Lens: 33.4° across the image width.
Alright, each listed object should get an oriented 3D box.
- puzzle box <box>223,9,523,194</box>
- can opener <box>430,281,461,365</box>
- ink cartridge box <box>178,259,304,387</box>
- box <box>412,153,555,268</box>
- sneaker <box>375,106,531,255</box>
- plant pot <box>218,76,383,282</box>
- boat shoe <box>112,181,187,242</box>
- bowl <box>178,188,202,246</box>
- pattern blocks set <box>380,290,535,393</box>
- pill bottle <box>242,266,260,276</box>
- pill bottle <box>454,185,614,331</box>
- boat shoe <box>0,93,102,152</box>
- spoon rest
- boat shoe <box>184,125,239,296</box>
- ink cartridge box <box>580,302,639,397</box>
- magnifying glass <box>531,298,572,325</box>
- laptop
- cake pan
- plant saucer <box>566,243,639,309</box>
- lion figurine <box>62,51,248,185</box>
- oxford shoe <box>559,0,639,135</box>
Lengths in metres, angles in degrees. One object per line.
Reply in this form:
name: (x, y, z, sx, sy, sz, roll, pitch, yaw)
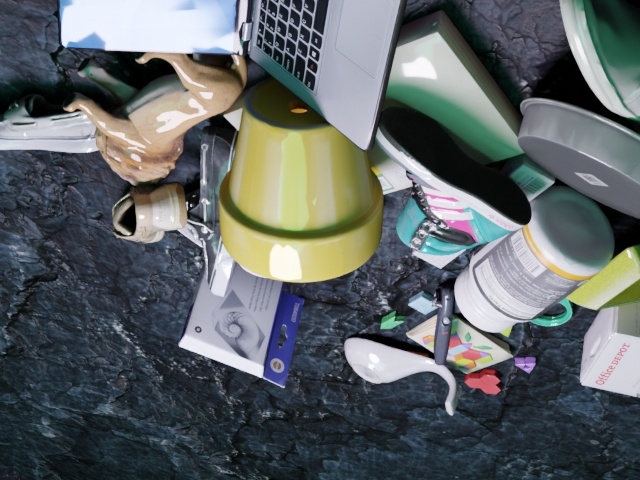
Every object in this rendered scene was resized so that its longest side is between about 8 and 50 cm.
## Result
puzzle box: (0.083, -0.186, 1.668, 0.408, 0.052, 0.272, -15, 136, 35)
can opener: (0.239, 0.161, 2.038, 0.073, 0.059, 0.186, 10, 118, 5)
ink cartridge box: (-0.141, 0.146, 2.055, 0.223, 0.223, 0.045, 23, 138, -14)
box: (0.268, -0.056, 1.773, 0.067, 0.063, 0.324, 27, 143, -15)
sneaker: (0.161, -0.076, 1.651, 0.295, 0.124, 0.178, 33, 135, -21)
plant pot: (-0.030, -0.106, 1.580, 0.253, 0.254, 0.239, 7, 129, 9)
boat shoe: (-0.321, -0.048, 1.877, 0.098, 0.109, 0.302, -9, -179, -24)
bowl: (-0.196, -0.046, 1.957, 0.142, 0.053, 0.142, -22, 131, 39)
pattern blocks set: (0.283, 0.212, 2.171, 0.324, 0.026, 0.285, 24, 144, -13)
pill bottle: (-0.081, -0.028, 1.839, 0.094, 0.169, 0.094, 9, 145, 6)
pill bottle: (0.350, 0.040, 1.795, 0.162, 0.162, 0.278, 23, 144, -13)
boat shoe: (-0.487, -0.204, 1.812, 0.267, 0.096, 0.088, 7, 116, 20)
spoon rest: (0.171, 0.271, 2.232, 0.276, 0.084, 0.137, 22, 152, 27)
boat shoe: (-0.181, -0.048, 1.823, 0.104, 0.113, 0.306, 10, 121, 2)
ink cartridge box: (0.643, 0.202, 1.953, 0.282, 0.117, 0.207, 12, 145, 2)
magnifying glass: (0.433, 0.092, 1.955, 0.092, 0.026, 0.231, 12, 144, 3)
laptop: (-0.118, -0.325, 1.321, 0.408, 0.236, 0.382, 42, 143, 27)
cake pan: (0.405, -0.108, 1.525, 0.293, 0.054, 0.293, 30, 178, 1)
plant saucer: (0.535, 0.061, 1.778, 0.188, 0.045, 0.188, -7, 155, -29)
lion figurine: (-0.231, -0.218, 1.659, 0.392, 0.142, 0.240, -21, 135, 36)
oxford shoe: (0.452, -0.219, 1.402, 0.130, 0.169, 0.449, -15, 143, 39)
